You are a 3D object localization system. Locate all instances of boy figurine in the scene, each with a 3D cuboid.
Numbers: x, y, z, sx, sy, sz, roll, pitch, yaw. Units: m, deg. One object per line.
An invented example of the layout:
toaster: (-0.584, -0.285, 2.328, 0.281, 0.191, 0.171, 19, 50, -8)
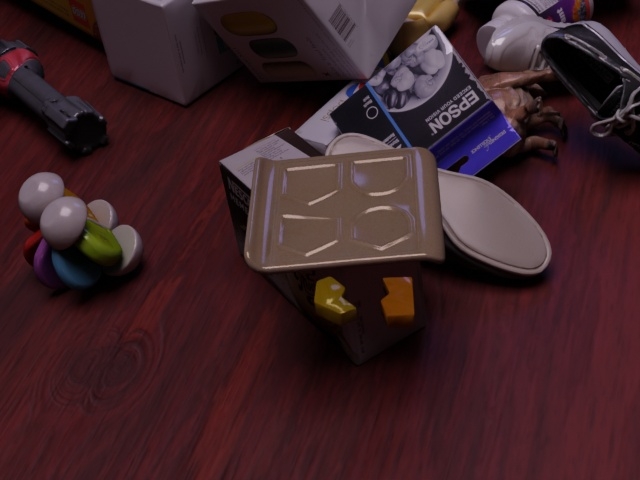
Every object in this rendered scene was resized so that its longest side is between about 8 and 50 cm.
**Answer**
boy figurine: (0.153, -0.404, 2.015, 0.177, 0.092, 0.285, 6, 39, 14)

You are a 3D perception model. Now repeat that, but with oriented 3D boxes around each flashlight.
flashlight: (-0.465, -0.243, 1.955, 0.103, 0.103, 0.304, -32, 49, -27)

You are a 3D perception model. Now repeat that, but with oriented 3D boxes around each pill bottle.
pill bottle: (0.352, -0.361, 1.905, 0.193, 0.108, 0.108, -35, 45, -26)

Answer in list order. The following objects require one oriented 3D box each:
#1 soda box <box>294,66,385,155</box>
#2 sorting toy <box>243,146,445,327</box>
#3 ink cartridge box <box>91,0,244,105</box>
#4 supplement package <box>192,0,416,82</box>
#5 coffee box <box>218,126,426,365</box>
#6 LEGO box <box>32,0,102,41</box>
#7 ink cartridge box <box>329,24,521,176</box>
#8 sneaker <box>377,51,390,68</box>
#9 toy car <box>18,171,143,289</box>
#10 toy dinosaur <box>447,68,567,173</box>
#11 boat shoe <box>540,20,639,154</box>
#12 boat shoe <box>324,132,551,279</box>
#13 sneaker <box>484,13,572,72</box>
soda box: (0.049, -0.184, 1.784, 0.069, 0.074, 0.216, 19, 48, 31)
sorting toy: (0.029, -0.003, 1.341, 0.229, 0.041, 0.307, -2, 40, 4)
ink cartridge box: (-0.225, -0.405, 2.010, 0.198, 0.197, 0.270, 24, 50, 34)
supplement package: (-0.022, -0.391, 1.853, 0.262, 0.199, 0.198, 7, 58, 47)
coffee box: (0.000, 0.000, 1.501, 0.118, 0.168, 0.297, -28, 43, -20)
LEGO box: (-0.424, -0.615, 2.236, 0.372, 0.193, 0.500, -37, 50, -26)
ink cartridge box: (0.143, -0.162, 1.629, 0.206, 0.045, 0.208, -39, 66, 14)
sneaker: (0.029, -0.327, 1.964, 0.082, 0.069, 0.209, -30, 44, -19)
toy car: (-0.353, 0.001, 1.615, 0.136, 0.159, 0.182, -53, 47, 3)
toy dinosaur: (0.255, -0.190, 1.718, 0.200, 0.127, 0.296, 2, 35, 25)
boat shoe: (0.430, -0.189, 1.606, 0.105, 0.113, 0.306, -22, 69, -44)
boat shoe: (0.153, -0.039, 1.558, 0.335, 0.095, 0.112, 28, 67, 11)
sneaker: (0.358, -0.293, 1.800, 0.235, 0.090, 0.095, -10, 43, -33)
